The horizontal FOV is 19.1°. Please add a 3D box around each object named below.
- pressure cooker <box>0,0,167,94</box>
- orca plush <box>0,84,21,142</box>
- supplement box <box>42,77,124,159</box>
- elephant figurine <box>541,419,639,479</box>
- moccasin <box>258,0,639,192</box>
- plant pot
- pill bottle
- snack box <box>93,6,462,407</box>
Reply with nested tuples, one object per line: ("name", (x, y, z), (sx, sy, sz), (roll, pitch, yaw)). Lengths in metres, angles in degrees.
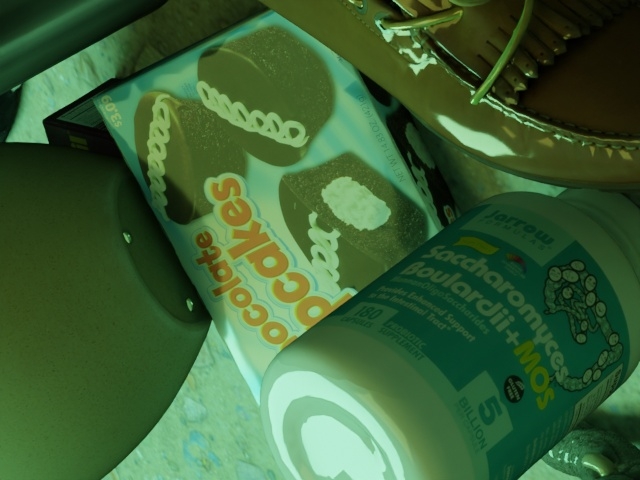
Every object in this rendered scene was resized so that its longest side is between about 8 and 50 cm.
("pressure cooker", (-0.310, -0.240, 1.248), (0.370, 0.420, 0.376), (-6, 113, 52))
("orca plush", (-0.322, -0.159, 1.604), (0.151, 0.102, 0.287), (44, 144, 15))
("supplement box", (-0.118, -0.052, 1.470), (0.188, 0.081, 0.104), (15, 129, 43))
("elephant figurine", (0.220, 0.203, 1.213), (0.239, 0.186, 0.169), (-26, 100, 49))
("moccasin", (0.091, -0.153, 1.109), (0.380, 0.139, 0.147), (41, 153, 35))
("plant pot", (-0.189, 0.042, 1.369), (0.191, 0.284, 0.284), (-24, 101, 19))
("pill bottle", (0.098, 0.065, 1.152), (0.146, 0.264, 0.146), (29, 138, 30))
("snack box", (0.000, 0.000, 1.322), (0.187, 0.060, 0.322), (-24, 101, 24))
